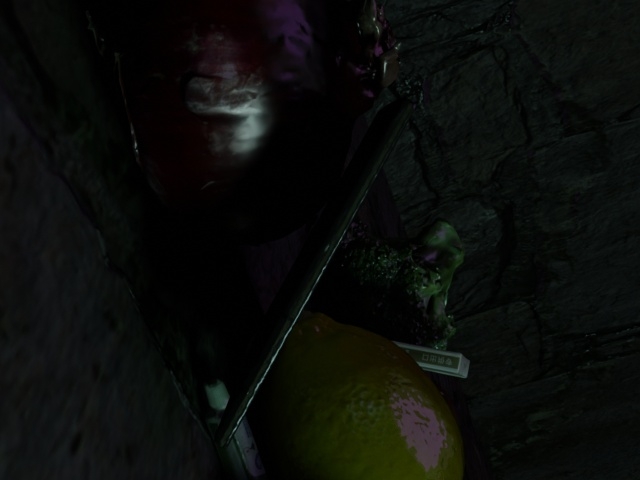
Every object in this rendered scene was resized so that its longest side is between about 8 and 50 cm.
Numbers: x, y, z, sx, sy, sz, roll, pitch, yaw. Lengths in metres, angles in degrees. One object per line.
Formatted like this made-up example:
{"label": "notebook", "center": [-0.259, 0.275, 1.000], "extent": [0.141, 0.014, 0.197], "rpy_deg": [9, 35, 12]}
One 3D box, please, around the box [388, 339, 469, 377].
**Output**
{"label": "box", "center": [0.085, 0.142, 0.977], "extent": [0.109, 0.198, 0.029], "rpy_deg": [40, 60, -69]}

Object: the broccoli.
{"label": "broccoli", "center": [0.107, 0.067, 1.137], "extent": [0.261, 0.241, 0.269], "rpy_deg": [56, -21, 10]}

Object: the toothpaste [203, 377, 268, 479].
{"label": "toothpaste", "center": [-0.056, 0.205, 0.631], "extent": [0.049, 0.031, 0.204], "rpy_deg": [-55, 128, -71]}

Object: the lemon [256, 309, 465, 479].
{"label": "lemon", "center": [0.030, 0.178, 0.704], "extent": [0.248, 0.184, 0.184], "rpy_deg": [56, 11, 6]}

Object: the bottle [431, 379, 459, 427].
{"label": "bottle", "center": [0.082, 0.222, 0.959], "extent": [0.336, 0.144, 0.144], "rpy_deg": [43, 32, -67]}

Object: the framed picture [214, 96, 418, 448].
{"label": "framed picture", "center": [0.000, 0.000, 0.661], "extent": [0.016, 0.265, 0.347], "rpy_deg": [29, 9, -3]}

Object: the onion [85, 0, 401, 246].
{"label": "onion", "center": [-0.049, -0.145, 0.660], "extent": [0.314, 0.232, 0.314], "rpy_deg": [3, 90, -86]}
